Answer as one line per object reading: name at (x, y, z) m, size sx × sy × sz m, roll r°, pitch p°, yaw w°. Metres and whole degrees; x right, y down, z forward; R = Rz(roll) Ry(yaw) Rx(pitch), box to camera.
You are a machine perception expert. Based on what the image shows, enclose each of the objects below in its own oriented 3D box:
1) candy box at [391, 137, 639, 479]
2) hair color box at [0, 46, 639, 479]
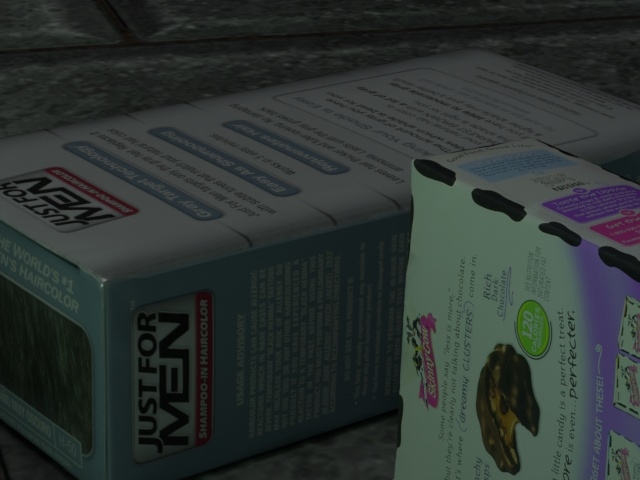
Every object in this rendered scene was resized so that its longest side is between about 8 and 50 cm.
candy box at (0.115, 0.066, 0.792) m, size 0.070 × 0.165 × 0.196 m, roll -13°, pitch 26°, yaw -33°
hair color box at (0.000, 0.000, 1.017) m, size 0.374 × 0.114 × 0.185 m, roll -14°, pitch 26°, yaw -35°
